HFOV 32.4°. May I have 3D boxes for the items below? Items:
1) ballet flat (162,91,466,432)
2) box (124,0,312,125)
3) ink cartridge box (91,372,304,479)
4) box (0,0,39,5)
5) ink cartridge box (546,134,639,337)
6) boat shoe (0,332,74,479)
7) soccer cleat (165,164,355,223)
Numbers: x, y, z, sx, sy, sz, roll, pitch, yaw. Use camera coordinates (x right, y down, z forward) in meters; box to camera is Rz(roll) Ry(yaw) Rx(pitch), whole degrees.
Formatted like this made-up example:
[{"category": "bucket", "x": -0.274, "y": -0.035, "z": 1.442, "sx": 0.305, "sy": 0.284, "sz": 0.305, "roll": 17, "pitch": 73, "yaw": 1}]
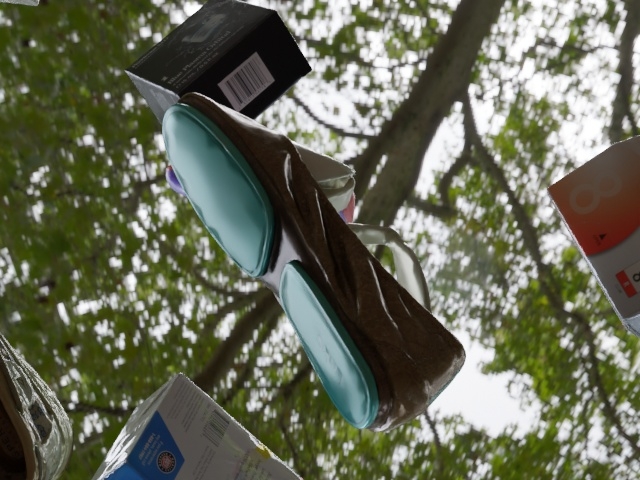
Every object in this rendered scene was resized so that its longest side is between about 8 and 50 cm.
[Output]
[{"category": "ballet flat", "x": 0.000, "y": 0.000, "z": 0.890, "sx": 0.124, "sy": 0.116, "sz": 0.342, "roll": -18, "pitch": -126, "yaw": -31}, {"category": "box", "x": -0.123, "y": -0.202, "z": 1.308, "sx": 0.156, "sy": 0.093, "sz": 0.158, "roll": -43, "pitch": -146, "yaw": -13}, {"category": "ink cartridge box", "x": -0.090, "y": 0.250, "z": 1.021, "sx": 0.231, "sy": 0.078, "sz": 0.134, "roll": 44, "pitch": -148, "yaw": -10}, {"category": "box", "x": -0.369, "y": -0.385, "z": 1.175, "sx": 0.127, "sy": 0.148, "sz": 0.232, "roll": 7, "pitch": -93, "yaw": 8}, {"category": "ink cartridge box", "x": 0.279, "y": -0.031, "z": 0.833, "sx": 0.179, "sy": 0.045, "sz": 0.145, "roll": -37, "pitch": -134, "yaw": 18}, {"category": "boat shoe", "x": -0.278, "y": 0.060, "z": 0.756, "sx": 0.104, "sy": 0.089, "sz": 0.285, "roll": -44, "pitch": -90, "yaw": -7}, {"category": "soccer cleat", "x": -0.057, "y": -0.035, "z": 1.167, "sx": 0.083, "sy": 0.248, "sz": 0.095, "roll": 1, "pitch": -95, "yaw": 44}]
